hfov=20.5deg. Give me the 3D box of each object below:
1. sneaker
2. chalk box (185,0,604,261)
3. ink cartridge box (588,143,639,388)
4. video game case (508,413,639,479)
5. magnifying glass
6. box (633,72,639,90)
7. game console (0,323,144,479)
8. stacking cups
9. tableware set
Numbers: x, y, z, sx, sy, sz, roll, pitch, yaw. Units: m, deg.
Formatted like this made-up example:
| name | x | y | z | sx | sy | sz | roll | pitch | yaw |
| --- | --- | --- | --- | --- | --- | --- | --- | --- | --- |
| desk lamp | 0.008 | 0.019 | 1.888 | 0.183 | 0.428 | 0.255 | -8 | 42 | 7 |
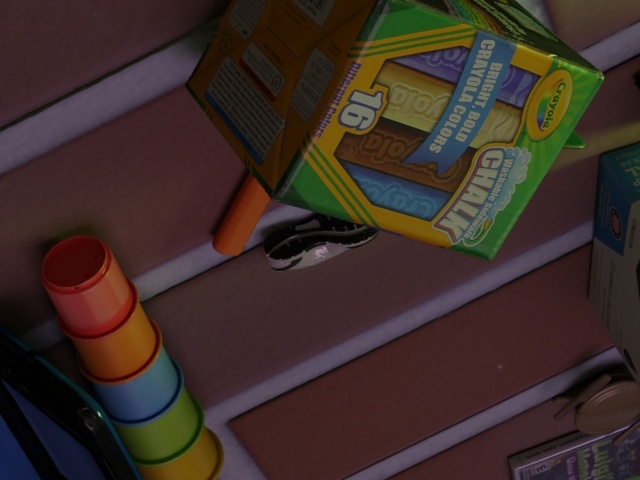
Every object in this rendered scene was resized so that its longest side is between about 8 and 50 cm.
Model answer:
| name | x | y | z | sx | sy | sz | roll | pitch | yaw |
| --- | --- | --- | --- | --- | --- | --- | --- | --- | --- |
| sneaker | 0.000 | 0.000 | 1.602 | 0.109 | 0.040 | 0.044 | -13 | 155 | -7 |
| chalk box | 0.079 | -0.114 | 1.379 | 0.289 | 0.180 | 0.179 | 17 | 112 | -37 |
| ink cartridge box | 0.374 | 0.080 | 1.655 | 0.129 | 0.307 | 0.223 | -16 | 139 | -11 |
| video game case | 0.308 | 0.280 | 2.061 | 0.173 | 0.022 | 0.190 | -20 | 140 | -5 |
| magnifying glass | -0.034 | -0.076 | 1.507 | 0.092 | 0.026 | 0.231 | 7 | 132 | -32 |
| box | 0.385 | -0.109 | 1.555 | 0.147 | 0.180 | 0.077 | -35 | 140 | 14 |
| game console | -0.290 | 0.217 | 1.595 | 0.173 | 0.250 | 0.293 | -44 | 144 | -19 |
| stacking cups | -0.179 | 0.117 | 1.604 | 0.096 | 0.096 | 0.316 | -24 | 136 | -1 |
| tableware set | 0.348 | 0.138 | 1.915 | 0.194 | 0.039 | 0.128 | -44 | 137 | 21 |
